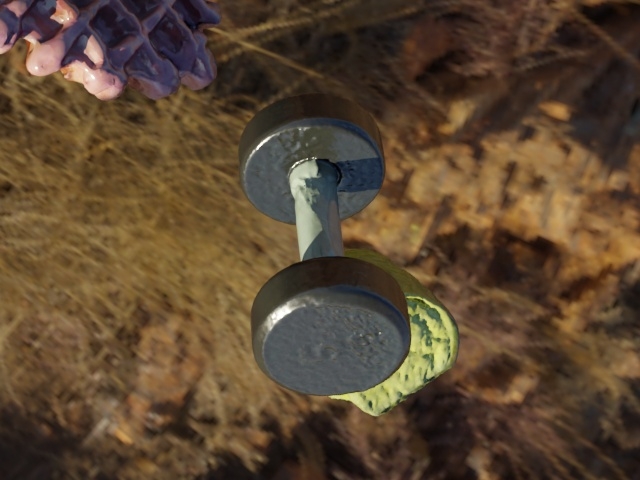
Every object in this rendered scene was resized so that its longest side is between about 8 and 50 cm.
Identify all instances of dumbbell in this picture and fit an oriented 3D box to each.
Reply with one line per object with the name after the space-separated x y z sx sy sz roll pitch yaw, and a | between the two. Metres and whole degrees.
0.000 0.000 1.051 0.100 0.191 0.100 -3 134 -4 | dumbbell

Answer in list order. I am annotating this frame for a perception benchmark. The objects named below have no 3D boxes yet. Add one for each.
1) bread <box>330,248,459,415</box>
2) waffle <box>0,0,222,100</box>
0.035 0.070 1.319 0.129 0.114 0.111 -37 123 -19 | bread
-0.157 -0.194 1.045 0.234 0.055 0.221 5 68 -46 | waffle
